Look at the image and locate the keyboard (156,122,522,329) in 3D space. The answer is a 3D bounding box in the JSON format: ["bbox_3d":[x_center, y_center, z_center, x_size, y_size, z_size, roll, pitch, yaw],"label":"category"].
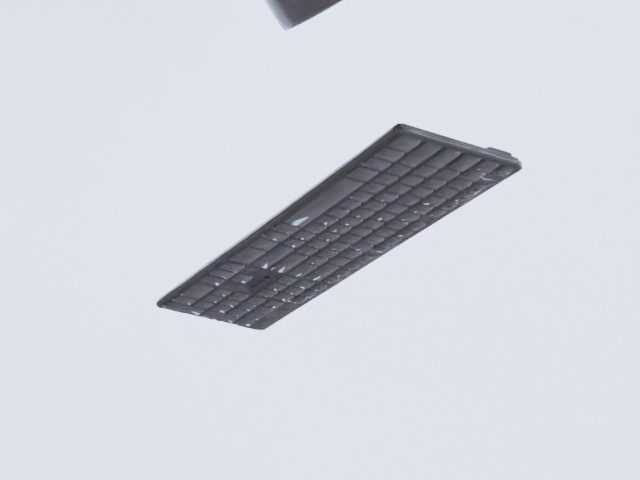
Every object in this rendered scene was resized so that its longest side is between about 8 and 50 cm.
[{"bbox_3d":[0.000,0.000,0.820,0.256,0.072,0.014,-34,-126,52],"label":"keyboard"}]

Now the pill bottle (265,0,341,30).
[{"bbox_3d":[-0.029,-0.197,0.746,0.108,0.108,0.180,-27,-80,24],"label":"pill bottle"}]
